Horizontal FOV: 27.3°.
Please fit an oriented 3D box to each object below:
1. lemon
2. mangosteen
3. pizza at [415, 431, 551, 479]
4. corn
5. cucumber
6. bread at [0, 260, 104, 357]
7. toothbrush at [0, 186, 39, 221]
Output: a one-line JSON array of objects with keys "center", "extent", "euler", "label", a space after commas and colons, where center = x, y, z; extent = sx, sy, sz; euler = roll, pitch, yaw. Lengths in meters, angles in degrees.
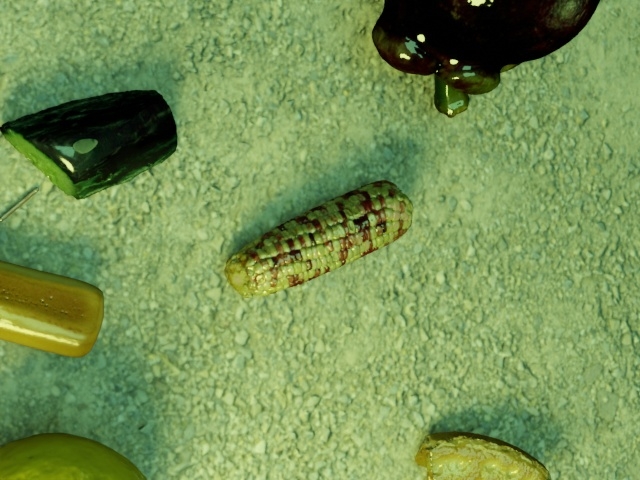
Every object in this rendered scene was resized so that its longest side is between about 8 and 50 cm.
[{"center": [-0.291, 0.320, 1.450], "extent": [0.240, 0.240, 0.219], "euler": [-15, 71, -22], "label": "lemon"}, {"center": [0.190, -0.337, 1.631], "extent": [0.313, 0.297, 0.297], "euler": [-34, 102, 3], "label": "mangosteen"}, {"center": [0.196, 0.354, 1.738], "extent": [0.188, 0.062, 0.198], "euler": [21, 87, -8], "label": "pizza"}, {"center": [0.000, 0.000, 1.648], "extent": [0.253, 0.086, 0.086], "euler": [-24, 98, -20], "label": "corn"}, {"center": [-0.262, -0.115, 1.550], "extent": [0.193, 0.086, 0.115], "euler": [-22, 95, -28], "label": "cucumber"}, {"center": [-0.368, 0.067, 1.500], "extent": [0.239, 0.074, 0.092], "euler": [18, 62, -20], "label": "bread"}, {"center": [-0.366, -0.030, 1.539], "extent": [0.097, 0.008, 0.006], "euler": [-44, 118, -18], "label": "toothbrush"}]
